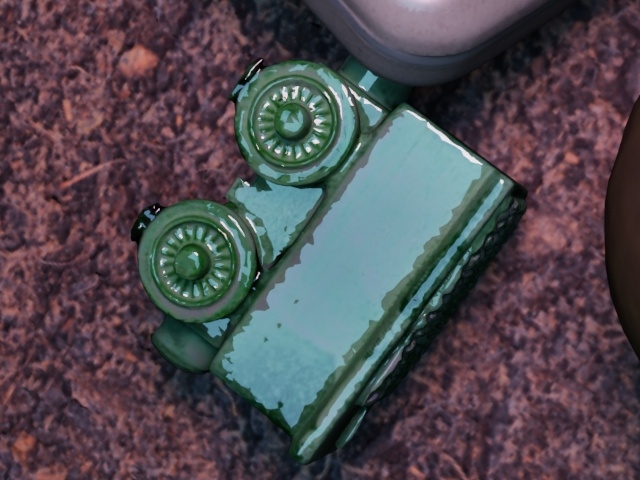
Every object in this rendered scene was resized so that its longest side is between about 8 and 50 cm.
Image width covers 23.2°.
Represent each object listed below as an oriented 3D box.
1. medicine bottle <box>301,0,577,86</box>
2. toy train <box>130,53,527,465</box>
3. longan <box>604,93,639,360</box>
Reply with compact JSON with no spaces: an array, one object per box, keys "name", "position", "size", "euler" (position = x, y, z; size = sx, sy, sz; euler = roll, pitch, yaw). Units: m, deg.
[{"name":"medicine bottle","position":[0.037,-0.292,1.037],"size":[0.282,0.123,0.375],"euler":[-35,77,-18]},{"name":"toy train","position":[0.000,0.000,1.063],"size":[0.202,0.145,0.266],"euler":[38,97,10]},{"name":"longan","position":[0.341,-0.010,0.882],"size":[0.360,0.361,0.361],"euler":[0,88,14]}]
